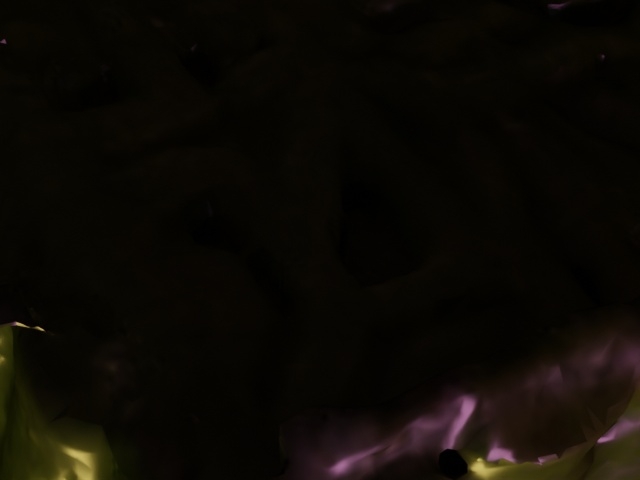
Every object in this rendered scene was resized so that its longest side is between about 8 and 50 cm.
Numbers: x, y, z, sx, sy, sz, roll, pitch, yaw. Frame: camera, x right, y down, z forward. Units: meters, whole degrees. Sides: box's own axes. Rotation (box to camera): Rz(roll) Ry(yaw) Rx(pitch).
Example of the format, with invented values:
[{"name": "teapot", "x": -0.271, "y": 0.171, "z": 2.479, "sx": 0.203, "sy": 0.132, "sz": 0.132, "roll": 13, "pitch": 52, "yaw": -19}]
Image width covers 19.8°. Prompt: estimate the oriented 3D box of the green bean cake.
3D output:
[{"name": "green bean cake", "x": 0.000, "y": 0.000, "z": 0.646, "sx": 0.335, "sy": 0.319, "sz": 0.218, "roll": -18, "pitch": 143, "yaw": -35}]
